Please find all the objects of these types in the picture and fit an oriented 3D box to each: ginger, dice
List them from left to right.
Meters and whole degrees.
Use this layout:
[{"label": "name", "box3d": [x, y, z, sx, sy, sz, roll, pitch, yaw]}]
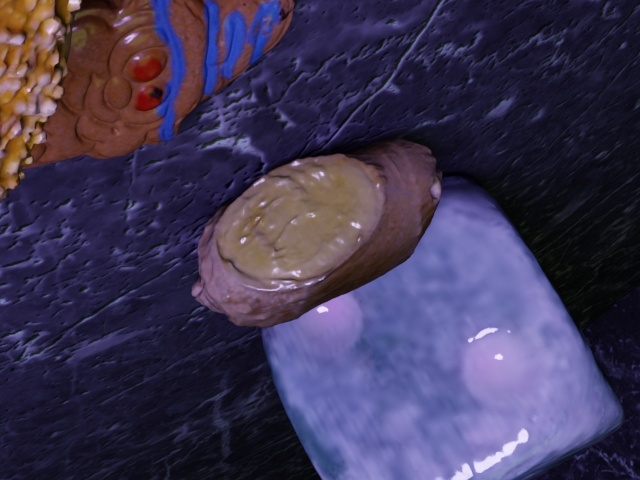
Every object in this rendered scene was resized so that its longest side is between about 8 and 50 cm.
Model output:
[{"label": "ginger", "box3d": [0.000, 0.000, 0.936, 0.275, 0.130, 0.221, -27, 167, 2]}, {"label": "dice", "box3d": [0.143, 0.146, 1.162, 0.330, 0.348, 0.328, -30, 159, 9]}]

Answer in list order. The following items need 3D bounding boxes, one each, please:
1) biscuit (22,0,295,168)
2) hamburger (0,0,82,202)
[{"label": "biscuit", "box3d": [-0.138, -0.111, 0.643, 0.280, 0.043, 0.183, -30, 155, -16]}, {"label": "hamburger", "box3d": [-0.224, -0.087, 0.318, 0.302, 0.170, 0.302, -35, 146, -28]}]
